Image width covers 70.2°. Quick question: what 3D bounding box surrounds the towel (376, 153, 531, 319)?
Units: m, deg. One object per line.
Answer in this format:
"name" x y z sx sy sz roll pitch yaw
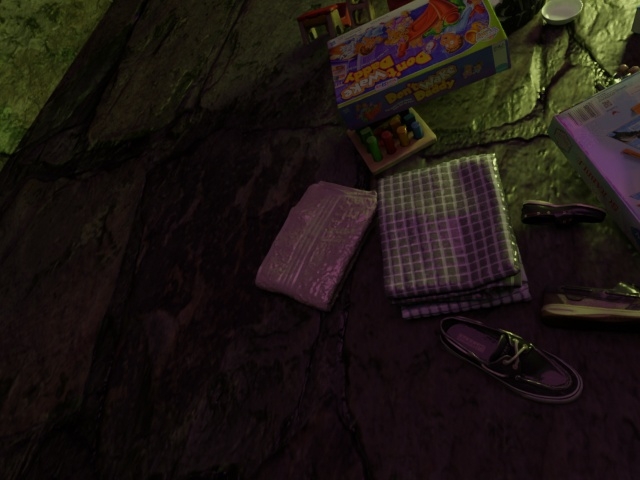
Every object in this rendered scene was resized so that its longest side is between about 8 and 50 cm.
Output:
"towel" 0.225 -0.014 0.823 0.235 0.121 0.283 -11 56 18

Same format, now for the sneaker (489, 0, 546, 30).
"sneaker" 0.396 -0.571 1.094 0.330 0.129 0.147 -28 55 5

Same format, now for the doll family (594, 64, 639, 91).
"doll family" 0.601 -0.242 0.834 0.193 0.076 0.111 28 69 31

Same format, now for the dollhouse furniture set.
"dollhouse furniture set" 0.133 -0.658 1.211 0.374 0.152 0.201 0 35 27

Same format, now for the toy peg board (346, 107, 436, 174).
"toy peg board" 0.150 -0.259 1.036 0.161 0.079 0.161 -29 53 5

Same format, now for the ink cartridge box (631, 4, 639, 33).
"ink cartridge box" 0.751 -0.489 0.929 0.181 0.061 0.104 -39 53 -4

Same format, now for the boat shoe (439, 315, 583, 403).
"boat shoe" 0.286 0.181 0.706 0.219 0.070 0.077 19 69 32

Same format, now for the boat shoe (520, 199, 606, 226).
"boat shoe" 0.424 -0.042 0.801 0.133 0.049 0.042 8 69 29

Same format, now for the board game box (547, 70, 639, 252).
"board game box" 0.603 -0.143 0.727 0.319 0.066 0.317 -27 69 6

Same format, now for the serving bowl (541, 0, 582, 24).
"serving bowl" 0.559 -0.528 1.058 0.084 0.027 0.083 -11 56 18

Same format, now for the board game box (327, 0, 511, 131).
"board game box" 0.197 -0.405 0.988 0.347 0.078 0.233 -18 56 18

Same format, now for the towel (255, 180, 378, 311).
"towel" 0.000 0.000 0.958 0.187 0.049 0.282 16 67 31

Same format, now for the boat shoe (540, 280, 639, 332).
"boat shoe" 0.452 0.095 0.682 0.224 0.080 0.073 -2 64 27
